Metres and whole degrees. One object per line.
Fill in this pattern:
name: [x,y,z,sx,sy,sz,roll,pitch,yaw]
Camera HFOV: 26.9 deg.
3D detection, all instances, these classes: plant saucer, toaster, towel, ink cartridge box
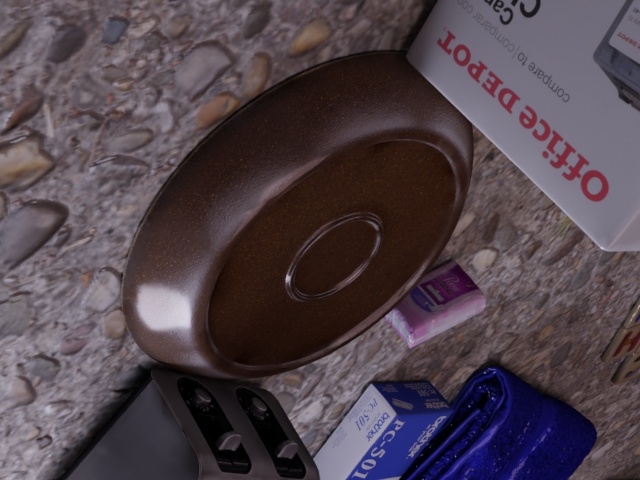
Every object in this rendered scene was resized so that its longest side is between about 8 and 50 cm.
plant saucer: [0.000,0.000,0.997,0.310,0.050,0.311,-28,147,-20]
toaster: [-0.116,0.203,1.066,0.186,0.110,0.168,-49,147,14]
towel: [0.187,0.262,1.488,0.227,0.076,0.308,-45,148,10]
ink cartridge box: [0.034,0.226,1.312,0.097,0.046,0.207,5,127,-50]
ink cartridge box: [0.225,-0.174,0.847,0.131,0.226,0.306,1,129,-46]

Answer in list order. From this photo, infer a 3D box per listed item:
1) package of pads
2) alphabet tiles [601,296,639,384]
package of pads: [0.097,0.056,1.162,0.083,0.050,0.032,-24,145,-23]
alphabet tiles: [0.471,0.032,1.563,0.285,0.011,0.343,-12,139,-38]
